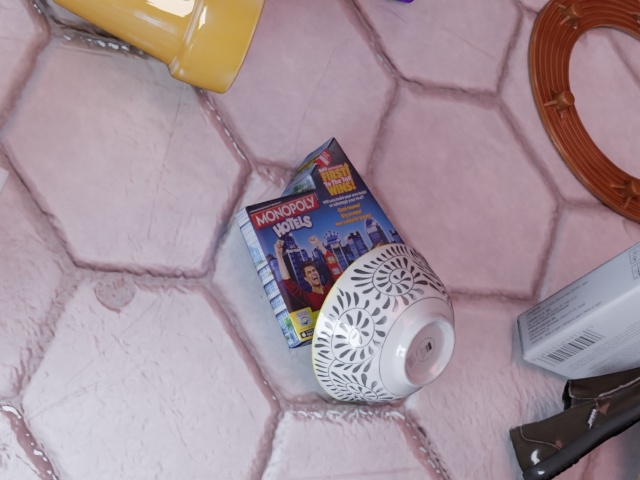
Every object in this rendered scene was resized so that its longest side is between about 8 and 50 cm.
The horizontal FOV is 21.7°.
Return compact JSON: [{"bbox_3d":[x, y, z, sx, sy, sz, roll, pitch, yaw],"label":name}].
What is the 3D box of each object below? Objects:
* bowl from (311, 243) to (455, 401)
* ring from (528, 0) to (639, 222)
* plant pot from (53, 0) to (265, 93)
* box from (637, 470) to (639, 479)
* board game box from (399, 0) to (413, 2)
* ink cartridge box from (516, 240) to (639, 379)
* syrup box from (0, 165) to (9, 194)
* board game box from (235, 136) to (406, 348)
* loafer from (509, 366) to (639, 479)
[{"bbox_3d":[0.080,0.095,1.644,0.170,0.080,0.170,-22,123,-37],"label":"bowl"},{"bbox_3d":[0.399,-0.176,2.106,0.336,0.032,0.337,17,59,-31],"label":"ring"},{"bbox_3d":[-0.156,-0.267,1.639,0.188,0.205,0.205,15,59,-13],"label":"plant pot"},{"bbox_3d":[0.425,0.260,1.868,0.164,0.021,0.201,19,85,-28],"label":"box"},{"bbox_3d":[0.039,-0.521,1.783,0.356,0.356,0.357,8,64,-34],"label":"board game box"},{"bbox_3d":[0.393,0.084,1.814,0.239,0.275,0.060,22,49,-33],"label":"ink cartridge box"},{"bbox_3d":[-0.356,0.025,1.402,0.093,0.096,0.237,31,54,-21],"label":"syrup box"},{"bbox_3d":[0.000,0.000,1.704,0.194,0.060,0.194,-15,78,-40],"label":"board game box"},{"bbox_3d":[0.295,0.174,1.784,0.220,0.080,0.078,-32,77,-12],"label":"loafer"}]
